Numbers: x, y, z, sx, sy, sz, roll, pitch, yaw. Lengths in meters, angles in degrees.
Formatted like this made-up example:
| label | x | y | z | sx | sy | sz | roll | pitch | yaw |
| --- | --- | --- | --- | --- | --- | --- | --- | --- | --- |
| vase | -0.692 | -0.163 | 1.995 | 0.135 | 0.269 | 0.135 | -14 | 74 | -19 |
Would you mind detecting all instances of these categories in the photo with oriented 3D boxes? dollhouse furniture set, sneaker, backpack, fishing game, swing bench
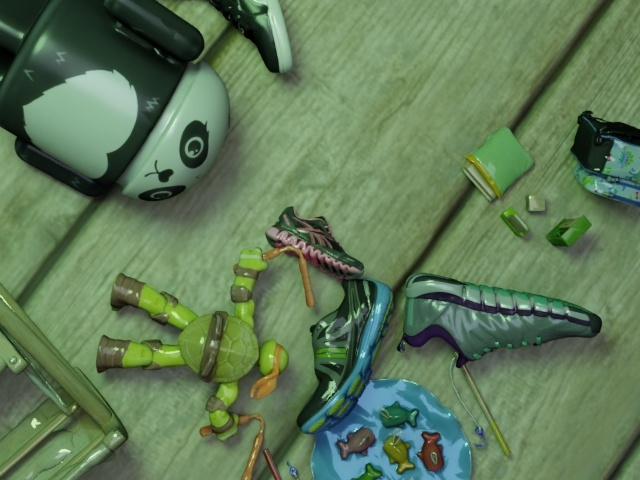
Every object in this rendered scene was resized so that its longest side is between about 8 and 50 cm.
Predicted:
| label | x | y | z | sx | sy | sz | roll | pitch | yaw |
| --- | --- | --- | --- | --- | --- | --- | --- | --- | --- |
| dollhouse furniture set | 0.235 | -0.057 | 1.333 | 0.076 | 0.058 | 0.151 | -42 | 94 | -8 |
| sneaker | 0.019 | 0.127 | 1.295 | 0.078 | 0.067 | 0.188 | 18 | 75 | 19 |
| sneaker | 0.000 | 0.000 | 1.301 | 0.119 | 0.047 | 0.057 | 27 | 68 | 8 |
| sneaker | 0.199 | 0.102 | 1.318 | 0.224 | 0.083 | 0.098 | 11 | 92 | 3 |
| backpack | 0.348 | -0.088 | 1.331 | 0.114 | 0.105 | 0.084 | 13 | 108 | -8 |
| fishing game | 0.080 | 0.250 | 1.311 | 0.264 | 0.041 | 0.189 | -23 | 88 | -8 |
| swing bench | -0.373 | 0.189 | 1.193 | 0.253 | 0.165 | 0.254 | -41 | 99 | -8 |
| sneaker | -0.116 | -0.270 | 1.290 | 0.121 | 0.079 | 0.217 | -19 | 82 | -5 |

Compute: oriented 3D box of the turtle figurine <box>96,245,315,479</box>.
| label | x | y | z | sx | sy | sz | roll | pitch | yaw |
| --- | --- | --- | --- | --- | --- | --- | --- | --- | --- |
| turtle figurine | -0.127 | 0.124 | 1.260 | 0.217 | 0.087 | 0.269 | 12 | 95 | -2 |

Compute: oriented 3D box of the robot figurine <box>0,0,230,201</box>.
| label | x | y | z | sx | sy | sz | roll | pitch | yaw |
| --- | --- | --- | --- | --- | --- | --- | --- | --- | --- |
| robot figurine | -0.229 | -0.154 | 1.206 | 0.278 | 0.209 | 0.173 | 31 | 76 | -15 |
